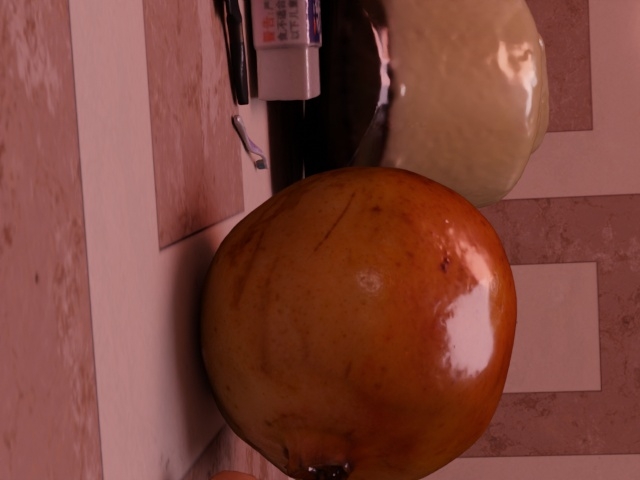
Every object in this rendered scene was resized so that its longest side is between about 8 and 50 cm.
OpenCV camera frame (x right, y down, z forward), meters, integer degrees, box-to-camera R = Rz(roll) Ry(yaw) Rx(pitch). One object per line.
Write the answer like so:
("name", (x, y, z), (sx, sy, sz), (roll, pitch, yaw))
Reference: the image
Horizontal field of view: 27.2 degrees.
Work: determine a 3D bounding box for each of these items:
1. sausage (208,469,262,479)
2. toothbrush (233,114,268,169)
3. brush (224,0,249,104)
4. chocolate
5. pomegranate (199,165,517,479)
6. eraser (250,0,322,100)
("sausage", (-0.068, 0.265, 0.818), (0.289, 0.086, 0.086), (-82, 167, -51))
("toothbrush", (-0.065, -0.092, 1.253), (0.131, 0.013, 0.011), (64, 15, -71))
("brush", (-0.079, -0.204, 1.167), (0.063, 0.016, 0.193), (-83, 167, -58))
("chocolate", (0.128, -0.180, 1.540), (0.326, 0.297, 0.314), (-168, -102, -87))
("pomegranate", (0.023, 0.074, 1.033), (0.264, 0.264, 0.264), (-2, 90, -83))
("eraser", (-0.034, -0.249, 1.333), (0.124, 0.068, 0.210), (-62, 150, -81))
